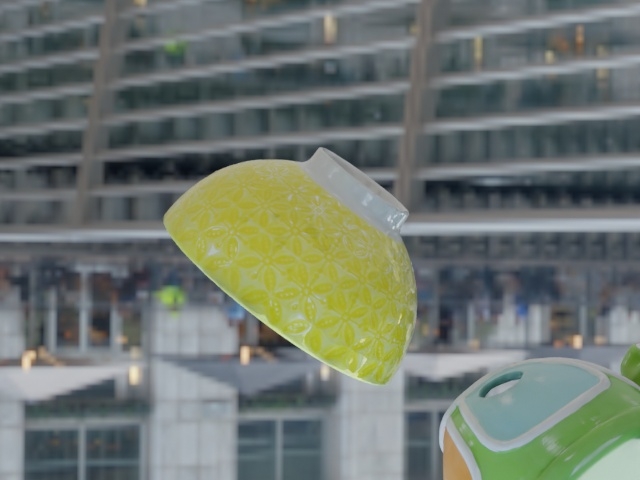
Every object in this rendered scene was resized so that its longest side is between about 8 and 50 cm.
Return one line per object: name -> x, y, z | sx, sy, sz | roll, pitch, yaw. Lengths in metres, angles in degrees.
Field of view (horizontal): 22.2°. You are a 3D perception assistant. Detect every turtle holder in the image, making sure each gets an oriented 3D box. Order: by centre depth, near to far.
turtle holder -> 0.273, 0.222, 1.755 | 0.227, 0.320, 0.243 | 41, 178, 38

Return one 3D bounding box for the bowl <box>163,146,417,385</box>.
bowl -> 0.000, 0.000, 1.666 | 0.289, 0.156, 0.289 | 36, -173, -5
